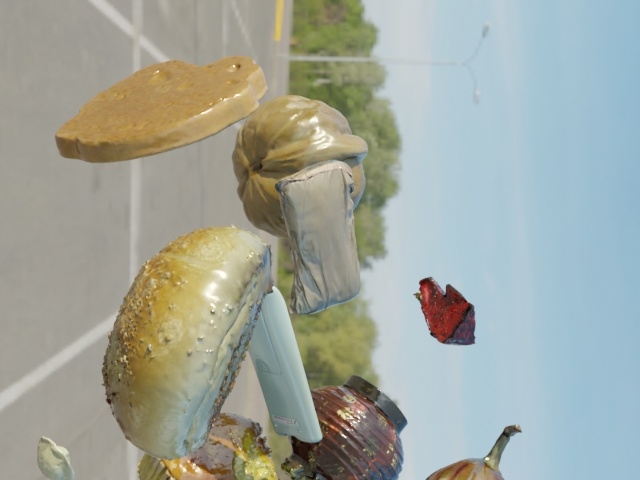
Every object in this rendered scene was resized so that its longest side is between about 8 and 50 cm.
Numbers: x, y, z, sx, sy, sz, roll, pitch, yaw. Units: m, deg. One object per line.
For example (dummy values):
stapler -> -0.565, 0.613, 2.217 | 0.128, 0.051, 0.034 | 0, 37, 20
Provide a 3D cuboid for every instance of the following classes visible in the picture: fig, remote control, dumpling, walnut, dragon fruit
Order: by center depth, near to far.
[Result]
fig -> 0.206, 0.378, 1.437 | 0.148, 0.149, 0.202 | 101, -9, -63
dumpling -> -0.380, 0.318, 1.447 | 0.043, 0.059, 0.077 | -1, 78, -47
remote control -> -0.077, 0.200, 1.630 | 0.051, 0.103, 0.293 | -34, 116, -40
walnut -> -0.039, -0.153, 2.064 | 0.285, 0.285, 0.296 | 96, -23, -77
dragon fruit -> 0.271, 0.154, 2.279 | 0.122, 0.092, 0.192 | 89, -23, -47

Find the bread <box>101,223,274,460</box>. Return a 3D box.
bread -> -0.165, 0.113, 1.224 | 0.305, 0.159, 0.305 | 25, 90, -86

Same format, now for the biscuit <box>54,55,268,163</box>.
biscuit -> -0.239, -0.209, 1.579 | 0.351, 0.312, 0.057 | -73, 153, -59

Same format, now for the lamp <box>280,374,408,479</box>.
lamp -> 0.039, 0.371, 1.834 | 0.247, 0.247, 0.247 | -179, -90, -89

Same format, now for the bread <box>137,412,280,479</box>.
bread -> -0.199, 0.402, 1.796 | 0.133, 0.250, 0.179 | -56, -130, 30

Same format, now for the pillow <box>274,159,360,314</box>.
pillow -> 0.000, 0.000, 1.656 | 0.173, 0.067, 0.270 | -29, 125, -42
